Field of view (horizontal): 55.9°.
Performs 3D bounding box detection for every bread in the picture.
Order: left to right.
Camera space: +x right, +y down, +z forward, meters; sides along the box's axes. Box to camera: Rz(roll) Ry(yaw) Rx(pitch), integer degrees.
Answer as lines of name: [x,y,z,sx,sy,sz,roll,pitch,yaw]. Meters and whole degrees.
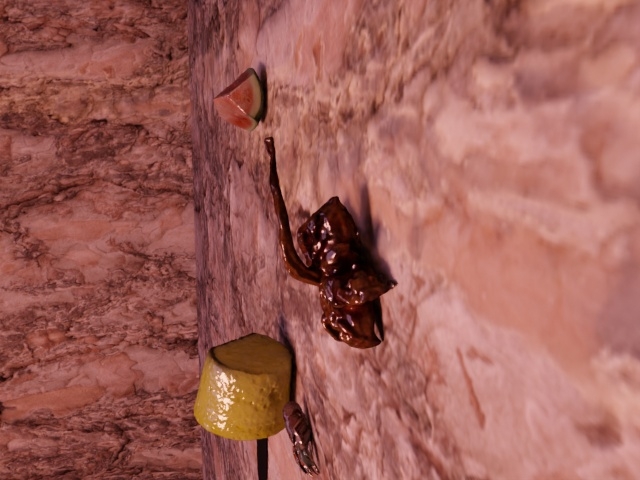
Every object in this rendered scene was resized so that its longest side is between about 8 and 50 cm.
bread: [-0.093,0.196,0.793,0.111,0.129,0.115,20,112,33]

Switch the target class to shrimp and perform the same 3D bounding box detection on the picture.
shrimp: [-0.025,0.238,0.715,0.038,0.029,0.092,107,151,-48]

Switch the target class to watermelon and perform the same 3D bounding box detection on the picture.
watermelon: [-0.115,-0.211,0.879,0.084,0.072,0.092,-20,68,55]

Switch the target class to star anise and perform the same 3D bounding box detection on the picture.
star anise: [0.000,0.000,0.496,0.097,0.070,0.191,108,144,-76]

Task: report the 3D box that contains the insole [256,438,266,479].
insole: [-0.099,0.332,1.037,0.086,0.005,0.253,-125,35,-60]
